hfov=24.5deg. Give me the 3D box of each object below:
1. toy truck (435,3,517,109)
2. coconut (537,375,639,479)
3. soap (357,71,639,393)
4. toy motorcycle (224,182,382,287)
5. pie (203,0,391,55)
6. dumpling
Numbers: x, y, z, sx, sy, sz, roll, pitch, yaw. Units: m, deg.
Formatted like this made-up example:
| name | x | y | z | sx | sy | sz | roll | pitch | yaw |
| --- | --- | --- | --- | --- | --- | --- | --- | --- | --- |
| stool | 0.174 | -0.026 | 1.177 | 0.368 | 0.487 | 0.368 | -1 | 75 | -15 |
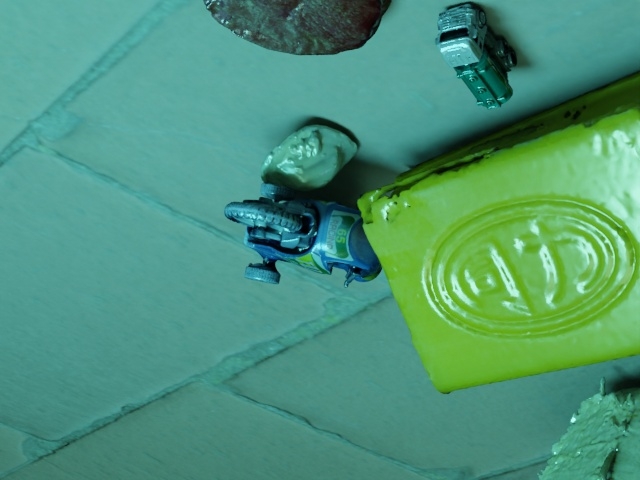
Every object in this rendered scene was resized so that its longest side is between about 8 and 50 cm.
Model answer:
| name | x | y | z | sx | sy | sz | roll | pitch | yaw |
| --- | --- | --- | --- | --- | --- | --- | --- | --- | --- |
| toy truck | 0.118 | -0.138 | 1.119 | 0.039 | 0.044 | 0.083 | -9 | 146 | 30 |
| coconut | 0.382 | 0.345 | 1.600 | 0.346 | 0.346 | 0.360 | 5 | 143 | 14 |
| soap | 0.189 | 0.001 | 1.190 | 0.324 | 0.096 | 0.204 | -20 | 98 | 46 |
| toy motorcycle | 0.000 | 0.000 | 1.356 | 0.135 | 0.092 | 0.254 | 9 | 173 | 12 |
| pie | -0.017 | -0.187 | 1.088 | 0.154 | 0.036 | 0.154 | 10 | 153 | 5 |
| dumpling | -0.011 | -0.071 | 1.287 | 0.076 | 0.052 | 0.057 | 9 | 166 | 12 |
